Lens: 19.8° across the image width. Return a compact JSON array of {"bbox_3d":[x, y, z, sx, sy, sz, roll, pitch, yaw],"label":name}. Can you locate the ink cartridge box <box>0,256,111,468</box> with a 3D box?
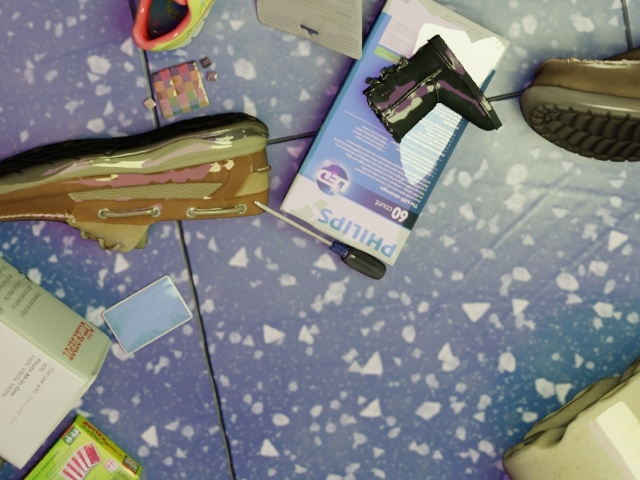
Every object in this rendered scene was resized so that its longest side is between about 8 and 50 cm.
[{"bbox_3d":[-0.367,0.081,1.840,0.289,0.211,0.121,37,97,-5],"label":"ink cartridge box"}]

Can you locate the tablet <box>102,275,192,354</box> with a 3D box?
[{"bbox_3d":[-0.184,0.079,1.944,0.083,0.006,0.054,-30,98,4],"label":"tablet"}]

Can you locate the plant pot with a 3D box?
[{"bbox_3d":[0.353,0.284,1.843,0.334,0.334,0.305,-35,86,5],"label":"plant pot"}]

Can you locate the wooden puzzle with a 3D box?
[{"bbox_3d":[-0.145,-0.157,1.905,0.083,0.006,0.049,-17,99,3],"label":"wooden puzzle"}]

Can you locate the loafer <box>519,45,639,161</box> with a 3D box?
[{"bbox_3d":[0.378,-0.159,1.859,0.366,0.134,0.130,1,73,-9],"label":"loafer"}]

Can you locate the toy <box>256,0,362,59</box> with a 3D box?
[{"bbox_3d":[0.001,-0.311,1.809,0.137,0.056,0.237,25,134,33],"label":"toy"}]

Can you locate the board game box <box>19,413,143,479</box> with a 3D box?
[{"bbox_3d":[-0.285,0.285,1.959,0.092,0.043,0.181,41,97,-6],"label":"board game box"}]

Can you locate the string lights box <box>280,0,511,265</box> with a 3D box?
[{"bbox_3d":[0.075,-0.120,1.875,0.133,0.077,0.260,27,98,-4],"label":"string lights box"}]

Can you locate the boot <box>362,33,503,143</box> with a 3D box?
[{"bbox_3d":[0.108,-0.134,1.810,0.099,0.045,0.121,-37,90,4],"label":"boot"}]

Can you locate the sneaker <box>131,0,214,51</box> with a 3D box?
[{"bbox_3d":[-0.126,-0.269,1.816,0.081,0.094,0.208,30,115,6],"label":"sneaker"}]

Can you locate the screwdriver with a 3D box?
[{"bbox_3d":[0.000,0.000,1.892,0.170,0.025,0.024,26,122,-30],"label":"screwdriver"}]

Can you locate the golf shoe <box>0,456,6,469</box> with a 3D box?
[{"bbox_3d":[-0.439,0.155,1.885,0.273,0.120,0.105,31,95,12],"label":"golf shoe"}]

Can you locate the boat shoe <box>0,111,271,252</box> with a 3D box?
[{"bbox_3d":[-0.205,-0.044,1.868,0.324,0.122,0.120,-10,104,2],"label":"boat shoe"}]
